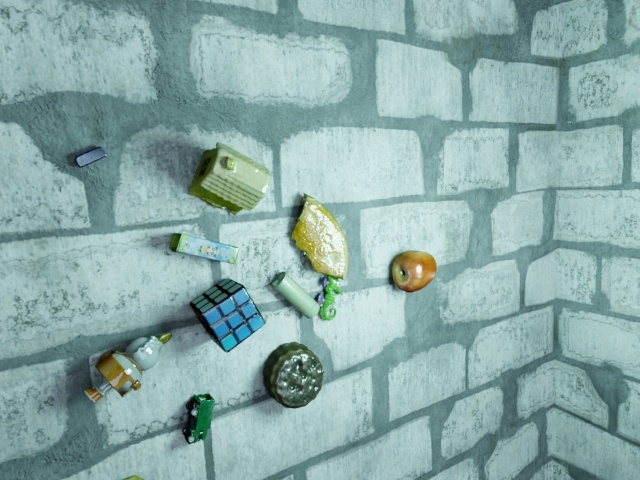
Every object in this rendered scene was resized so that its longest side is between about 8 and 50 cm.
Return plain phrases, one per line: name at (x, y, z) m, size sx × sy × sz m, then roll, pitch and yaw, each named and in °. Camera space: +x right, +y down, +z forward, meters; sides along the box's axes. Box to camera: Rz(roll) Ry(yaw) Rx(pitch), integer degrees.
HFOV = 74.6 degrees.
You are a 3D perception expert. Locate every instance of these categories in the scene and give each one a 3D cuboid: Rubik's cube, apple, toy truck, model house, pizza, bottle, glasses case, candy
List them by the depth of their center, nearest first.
glasses case at (-0.650, -0.236, 1.188) m, size 0.083 × 0.023 × 0.034 m, roll -35°, pitch 106°, yaw -25°
model house at (-0.273, -0.185, 1.296) m, size 0.193 × 0.234 × 0.175 m, roll 27°, pitch 81°, yaw -28°
candy at (-0.370, 0.026, 1.343) m, size 0.194 × 0.097 × 0.062 m, roll 16°, pitch 84°, yaw -32°
Rubik's cube at (-0.303, 0.239, 1.368) m, size 0.162 × 0.163 × 0.161 m, roll -35°, pitch 112°, yaw -25°
toy truck at (-0.409, 0.594, 1.400) m, size 0.079 × 0.065 × 0.147 m, roll 11°, pitch 89°, yaw -35°
bottle at (-0.090, 0.202, 1.543) m, size 0.201 × 0.072 × 0.072 m, roll 47°, pitch 72°, yaw -26°
pizza at (0.000, 0.000, 1.560) m, size 0.182 × 0.074 × 0.366 m, roll -33°, pitch 104°, yaw -8°
apple at (0.398, 0.123, 1.772) m, size 0.199 × 0.199 × 0.200 m, roll -4°, pitch 97°, yaw -30°

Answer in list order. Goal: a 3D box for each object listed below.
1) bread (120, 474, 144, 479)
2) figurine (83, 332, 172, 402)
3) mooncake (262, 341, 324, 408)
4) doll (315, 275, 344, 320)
bread at (-0.656, 0.811, 1.265) m, size 0.269 × 0.098 × 0.087 m, roll -21°, pitch 148°, yaw -27°
figurine at (-0.558, 0.371, 1.248) m, size 0.271 × 0.143 × 0.144 m, roll -24°, pitch 107°, yaw -25°
mooncake at (-0.094, 0.496, 1.543) m, size 0.228 × 0.124 × 0.229 m, roll -3°, pitch 96°, yaw -30°
doll at (0.040, 0.218, 1.635) m, size 0.115 × 0.050 × 0.191 m, roll 15°, pitch 90°, yaw -24°
